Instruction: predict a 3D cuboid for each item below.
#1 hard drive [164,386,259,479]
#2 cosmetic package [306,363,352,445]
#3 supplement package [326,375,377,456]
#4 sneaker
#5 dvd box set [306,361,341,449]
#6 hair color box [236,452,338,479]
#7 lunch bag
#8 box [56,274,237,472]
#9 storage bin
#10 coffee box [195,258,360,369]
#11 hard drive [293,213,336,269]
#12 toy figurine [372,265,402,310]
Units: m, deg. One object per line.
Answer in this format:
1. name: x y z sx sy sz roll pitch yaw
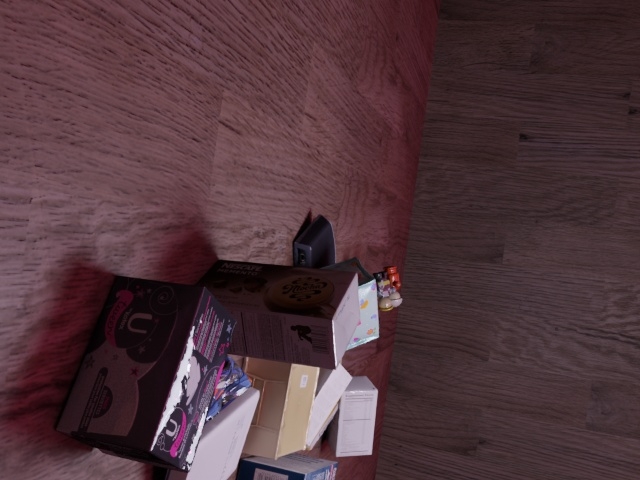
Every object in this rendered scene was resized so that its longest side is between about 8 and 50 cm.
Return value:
1. hard drive: -0.225 0.441 1.423 0.318 0.040 0.210 -23 132 -72
2. cosmetic package: -0.009 0.466 2.053 0.239 0.060 0.099 -54 132 -20
3. supplement package: 0.109 0.614 2.483 0.134 0.139 0.244 -142 -125 -70
4. sneaker: -0.227 0.297 1.376 0.087 0.083 0.221 61 31 -2
5. dvd box set: 0.002 0.398 2.225 0.307 0.062 0.421 -33 129 -68
6. hair color box: -0.081 0.625 1.842 0.347 0.173 0.105 40 60 -71
7. lunch bag: 0.017 0.196 1.911 0.160 0.262 0.223 48 -30 48
8. box: -0.253 0.195 1.058 0.142 0.163 0.247 65 36 -56
9. storage bin: -0.106 0.391 1.740 0.262 0.123 0.260 38 60 -71
10. coffee box: -0.090 0.135 1.354 0.168 0.297 0.119 -55 146 -56
11. hard drive: -0.012 0.072 2.001 0.172 0.054 0.255 -49 146 -45
12. toy figurine: 0.167 0.178 2.419 0.209 0.213 0.148 -20 103 -73
